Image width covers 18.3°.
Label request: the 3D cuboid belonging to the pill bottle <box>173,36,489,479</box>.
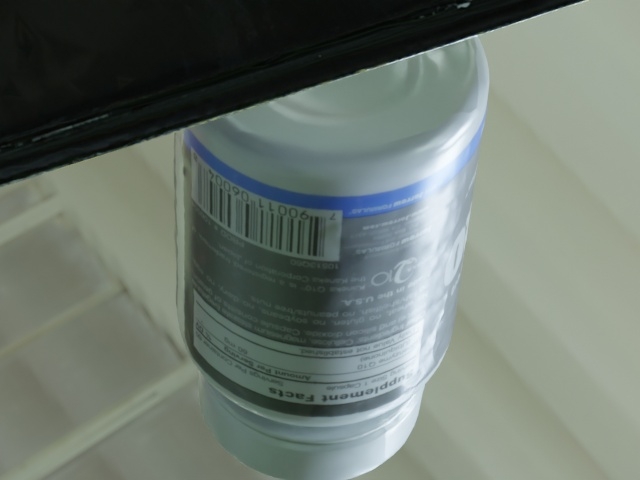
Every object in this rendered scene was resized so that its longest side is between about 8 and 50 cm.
[{"bbox_3d":[0.000,0.000,0.528,0.078,0.078,0.137,36,-34,25],"label":"pill bottle"}]

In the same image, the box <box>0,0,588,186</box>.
[{"bbox_3d":[-0.069,-0.175,0.371,0.079,0.257,0.322,-148,-139,-78],"label":"box"}]
